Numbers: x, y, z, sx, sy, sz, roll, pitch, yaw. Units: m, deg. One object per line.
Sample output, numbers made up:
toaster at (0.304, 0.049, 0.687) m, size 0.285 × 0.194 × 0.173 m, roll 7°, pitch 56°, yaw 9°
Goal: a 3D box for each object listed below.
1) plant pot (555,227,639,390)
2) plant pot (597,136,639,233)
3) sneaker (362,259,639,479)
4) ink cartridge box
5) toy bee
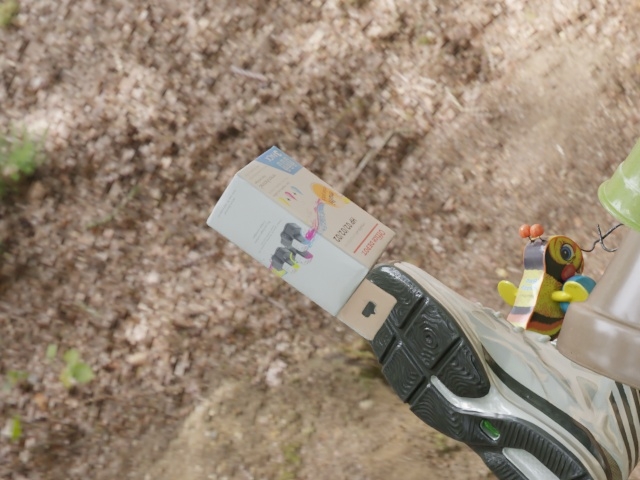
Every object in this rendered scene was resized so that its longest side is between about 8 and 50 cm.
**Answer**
plant pot at (0.406, 0.048, 1.214) m, size 0.263 × 0.263 × 0.229 m, roll 20°, pitch 97°, yaw 32°
plant pot at (0.215, -0.048, 0.670) m, size 0.083 × 0.083 × 0.079 m, roll 36°, pitch 124°, yaw 32°
sneaker at (0.269, 0.176, 1.633) m, size 0.447 × 0.257 × 0.169 m, roll 46°, pitch 134°, yaw 17°
ink cartridge box at (0.000, 0.000, 1.050) m, size 0.181 × 0.104 × 0.061 m, roll 36°, pitch 116°, yaw 3°
toy bee at (0.350, 0.058, 1.810) m, size 0.195 × 0.162 × 0.298 m, roll -27°, pitch 32°, yaw 44°
